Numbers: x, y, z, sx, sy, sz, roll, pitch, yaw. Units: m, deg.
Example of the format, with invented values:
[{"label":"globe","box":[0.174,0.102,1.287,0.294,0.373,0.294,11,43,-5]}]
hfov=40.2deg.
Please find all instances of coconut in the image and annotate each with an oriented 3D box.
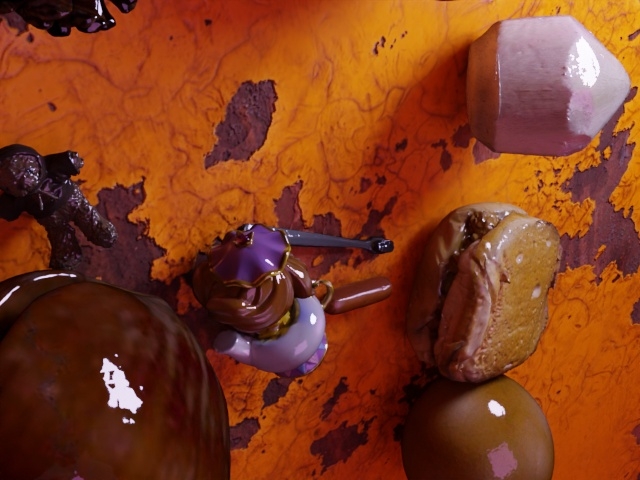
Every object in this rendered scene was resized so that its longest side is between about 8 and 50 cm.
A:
[{"label":"coconut","box":[0.333,-0.222,1.291,0.233,0.224,0.224,3,122,2]}]

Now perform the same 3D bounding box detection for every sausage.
[{"label":"sausage","box":[0.057,0.089,1.412,0.131,0.041,0.039,-14,147,-33]}]

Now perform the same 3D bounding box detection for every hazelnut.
[{"label":"hazelnut","box":[-0.301,0.248,0.994,0.402,0.402,0.429,-46,135,-6]}]

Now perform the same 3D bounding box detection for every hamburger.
[{"label":"hamburger","box":[0.287,0.089,1.510,0.284,0.174,0.305,-4,119,-41]}]

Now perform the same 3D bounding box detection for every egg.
[{"label":"egg","box":[0.290,0.388,1.628,0.282,0.282,0.351,-38,137,-15]}]

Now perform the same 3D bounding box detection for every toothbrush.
[{"label":"toothbrush","box":[0.000,0.000,1.316,0.297,0.030,0.030,5,89,-41]}]

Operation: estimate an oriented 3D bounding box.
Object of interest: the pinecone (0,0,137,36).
[{"label":"pinecone","box":[-0.241,-0.281,0.813,0.207,0.207,0.208,-21,129,-29]}]

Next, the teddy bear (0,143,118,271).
[{"label":"teddy bear","box":[-0.306,-0.049,0.997,0.119,0.078,0.160,-31,119,8]}]

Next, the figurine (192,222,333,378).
[{"label":"figurine","box":[-0.079,0.087,1.222,0.189,0.142,0.263,-41,138,-10]}]
